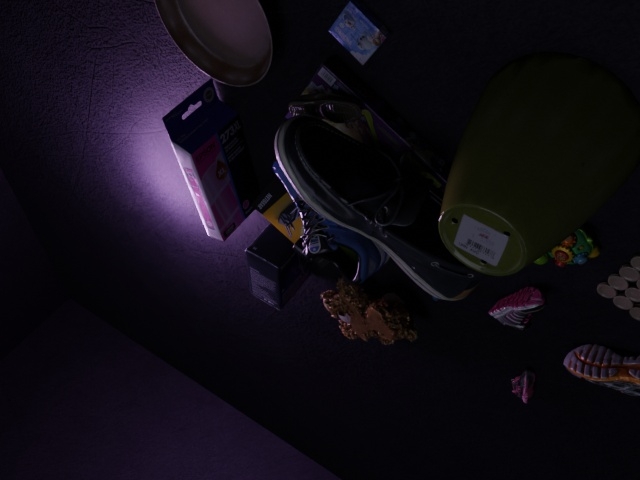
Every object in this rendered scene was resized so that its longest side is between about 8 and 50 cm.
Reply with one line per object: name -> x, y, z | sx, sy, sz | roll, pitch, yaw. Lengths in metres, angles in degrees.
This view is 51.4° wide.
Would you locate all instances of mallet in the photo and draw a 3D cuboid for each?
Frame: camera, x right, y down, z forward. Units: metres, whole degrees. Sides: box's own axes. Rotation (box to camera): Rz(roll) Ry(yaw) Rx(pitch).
mallet -> 0.000, 0.000, 1.567 | 0.062, 0.039, 0.190 | 44, 145, -9

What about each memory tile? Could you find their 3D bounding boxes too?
memory tile -> 0.589, 0.088, 1.219 | 0.113, 0.012, 0.148 | 36, 148, 8

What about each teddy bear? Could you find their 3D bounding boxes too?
teddy bear -> 0.129, 0.188, 1.773 | 0.245, 0.113, 0.338 | 48, 156, 1

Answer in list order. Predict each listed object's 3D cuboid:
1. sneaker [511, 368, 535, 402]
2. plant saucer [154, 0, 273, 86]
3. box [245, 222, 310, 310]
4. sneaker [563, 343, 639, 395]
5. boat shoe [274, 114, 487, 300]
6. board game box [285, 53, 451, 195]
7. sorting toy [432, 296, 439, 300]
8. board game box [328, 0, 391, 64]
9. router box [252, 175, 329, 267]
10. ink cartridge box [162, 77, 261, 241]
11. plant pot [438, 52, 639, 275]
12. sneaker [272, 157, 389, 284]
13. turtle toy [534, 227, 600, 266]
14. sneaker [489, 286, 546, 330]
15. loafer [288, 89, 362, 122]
sneaker -> 0.491, 0.350, 1.629 | 0.057, 0.047, 0.119 | 32, 148, 36
plant saucer -> -0.211, -0.461, 1.355 | 0.311, 0.050, 0.310 | 28, 148, 20
box -> -0.111, 0.061, 1.802 | 0.108, 0.153, 0.207 | 28, 147, 19
sneaker -> 0.610, 0.277, 1.370 | 0.215, 0.084, 0.083 | 8, 141, 40
boat shoe -> 0.135, -0.074, 1.262 | 0.500, 0.186, 0.156 | 39, 148, -10
board game box -> 0.100, -0.194, 1.360 | 0.347, 0.056, 0.208 | 43, 145, -4
sorting toy -> 0.281, 0.107, 1.555 | 0.102, 0.042, 0.061 | 28, 133, 42
board game box -> 0.069, -0.373, 1.190 | 0.090, 0.020, 0.090 | 43, 150, -5
router box -> -0.006, -0.083, 1.576 | 0.243, 0.081, 0.309 | 42, 149, -4
ink cartridge box -> -0.250, -0.187, 1.617 | 0.069, 0.175, 0.370 | 19, 143, 31
plant pot -> 0.311, -0.091, 1.021 | 0.275, 0.293, 0.274 | 27, 147, 20
sneaker -> 0.014, -0.044, 1.388 | 0.330, 0.147, 0.130 | 50, 142, -12
turtle toy -> 0.442, 0.012, 1.227 | 0.095, 0.066, 0.130 | 50, 147, -16
sneaker -> 0.434, 0.151, 1.418 | 0.075, 0.063, 0.170 | 43, 154, -3
loafer -> 0.011, -0.263, 1.283 | 0.148, 0.050, 0.056 | 9, 142, 19
